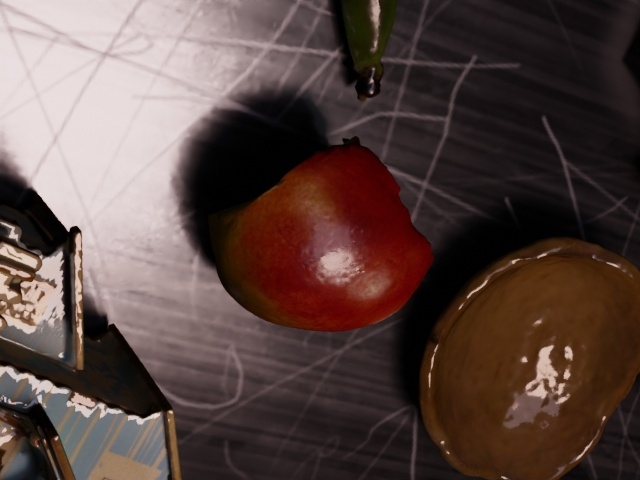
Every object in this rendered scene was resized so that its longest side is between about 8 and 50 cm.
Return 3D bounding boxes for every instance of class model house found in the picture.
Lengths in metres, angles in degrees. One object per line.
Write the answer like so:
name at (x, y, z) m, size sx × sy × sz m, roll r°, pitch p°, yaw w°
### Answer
model house at (-0.185, 0.121, 0.975) m, size 0.206 × 0.178 × 0.271 m, roll 27°, pitch 95°, yaw -33°

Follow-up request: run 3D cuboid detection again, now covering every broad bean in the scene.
broad bean at (0.015, -0.227, 0.990) m, size 0.060 × 0.043 × 0.297 m, roll -20°, pitch 121°, yaw -5°

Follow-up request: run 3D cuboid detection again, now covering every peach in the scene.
peach at (-0.001, 0.007, 1.052) m, size 0.151 × 0.151 × 0.118 m, roll -26°, pitch 76°, yaw -13°

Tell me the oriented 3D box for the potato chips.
potato chips at (0.159, 0.088, 1.185) m, size 0.195 × 0.062 × 0.208 m, roll -25°, pitch 122°, yaw -7°
